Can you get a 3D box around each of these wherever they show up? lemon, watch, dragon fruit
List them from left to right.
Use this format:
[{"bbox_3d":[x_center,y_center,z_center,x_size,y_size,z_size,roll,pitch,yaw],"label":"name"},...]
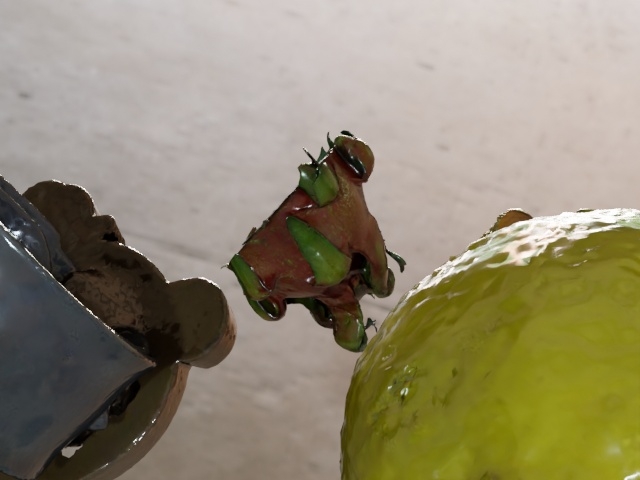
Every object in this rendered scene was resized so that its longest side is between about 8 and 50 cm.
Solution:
[{"bbox_3d":[-0.294,0.049,1.545,0.335,0.314,0.327,47,-1,38],"label":"watch"},{"bbox_3d":[0.000,0.000,1.277,0.175,0.138,0.142,49,2,-28],"label":"dragon fruit"},{"bbox_3d":[0.142,0.113,0.881,0.268,0.268,0.322,20,10,5],"label":"lemon"}]

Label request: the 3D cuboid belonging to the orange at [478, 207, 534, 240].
[{"bbox_3d":[0.163,0.017,1.461,0.086,0.062,0.086,43,-9,8],"label":"orange"}]
